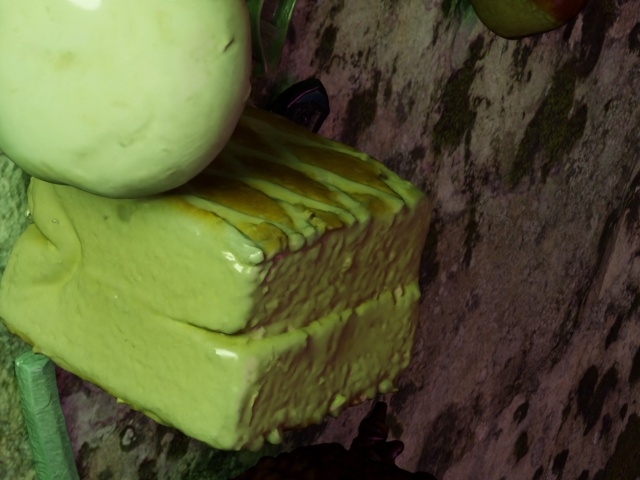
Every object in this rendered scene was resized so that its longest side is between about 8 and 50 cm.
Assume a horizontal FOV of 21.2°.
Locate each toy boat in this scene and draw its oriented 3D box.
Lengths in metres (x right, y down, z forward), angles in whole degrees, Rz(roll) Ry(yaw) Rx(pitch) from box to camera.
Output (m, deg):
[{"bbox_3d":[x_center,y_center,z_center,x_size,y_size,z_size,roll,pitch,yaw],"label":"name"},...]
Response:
[{"bbox_3d":[-0.059,-0.289,2.073,0.089,0.071,0.185,14,97,-57],"label":"toy boat"}]

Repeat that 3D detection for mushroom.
[{"bbox_3d":[-0.203,-0.215,1.705,0.336,0.314,0.314,-75,171,-63],"label":"mushroom"}]

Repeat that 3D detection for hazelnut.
[{"bbox_3d":[0.294,-0.389,2.455,0.186,0.210,0.210,-28,140,-4],"label":"hazelnut"}]

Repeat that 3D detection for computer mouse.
[{"bbox_3d":[-0.038,-0.154,2.214,0.079,0.047,0.135,5,117,-45],"label":"computer mouse"}]

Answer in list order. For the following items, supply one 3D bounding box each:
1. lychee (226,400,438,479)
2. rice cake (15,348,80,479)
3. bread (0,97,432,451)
[{"bbox_3d":[0.022,0.464,2.360,0.424,0.424,0.500,27,68,-58],"label":"lychee"},{"bbox_3d":[-0.323,0.232,2.039,0.045,0.042,0.245,-37,138,-35],"label":"rice cake"},{"bbox_3d":[-0.107,0.018,1.910,0.371,0.390,0.279,-18,129,-49],"label":"bread"}]
